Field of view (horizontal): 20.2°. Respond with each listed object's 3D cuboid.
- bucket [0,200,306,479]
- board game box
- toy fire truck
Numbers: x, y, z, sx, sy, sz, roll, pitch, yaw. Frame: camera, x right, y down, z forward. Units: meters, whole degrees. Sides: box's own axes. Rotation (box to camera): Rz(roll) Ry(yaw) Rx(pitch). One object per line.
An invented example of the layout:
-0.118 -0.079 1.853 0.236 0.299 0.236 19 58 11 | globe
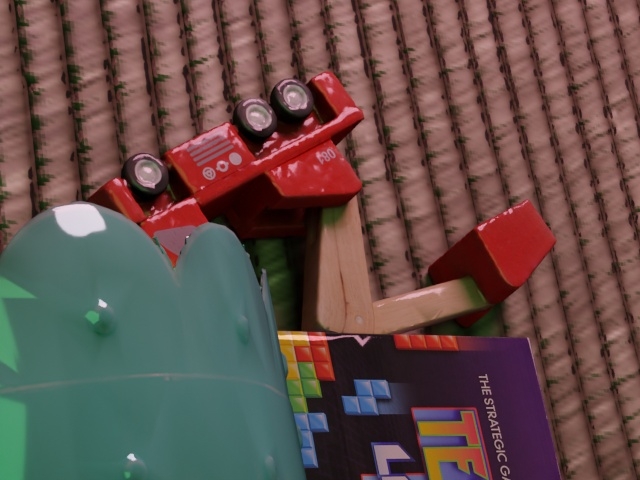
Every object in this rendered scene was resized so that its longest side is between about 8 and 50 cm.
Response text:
-0.120 0.124 0.523 0.281 0.281 0.183 -7 71 -32 | bucket
0.035 0.123 0.738 0.141 0.048 0.170 2 63 -27 | board game box
0.000 0.000 0.787 0.192 0.047 0.135 -31 82 -37 | toy fire truck
